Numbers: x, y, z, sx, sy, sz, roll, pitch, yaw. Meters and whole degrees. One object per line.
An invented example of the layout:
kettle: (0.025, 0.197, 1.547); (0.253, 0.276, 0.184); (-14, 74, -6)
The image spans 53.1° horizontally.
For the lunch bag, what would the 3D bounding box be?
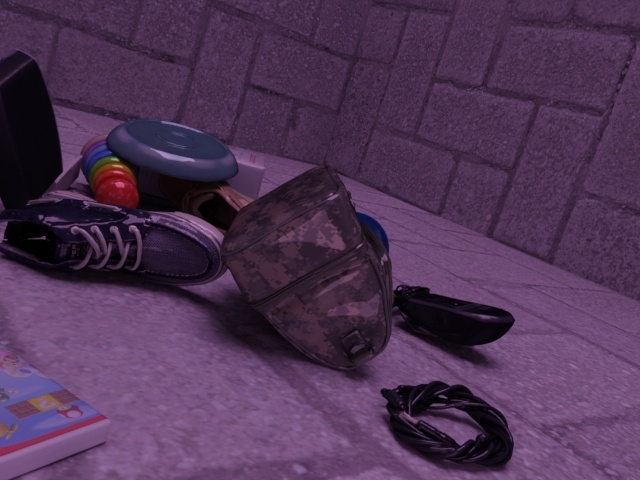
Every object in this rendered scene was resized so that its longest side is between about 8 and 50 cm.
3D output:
lunch bag: (-0.003, 0.043, 1.016); (0.213, 0.255, 0.305); (-28, 15, 2)

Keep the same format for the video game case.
video game case: (-0.359, 0.129, 0.566); (0.285, 0.025, 0.204); (23, 13, 26)

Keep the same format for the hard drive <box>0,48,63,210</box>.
hard drive: (-0.531, -0.190, 1.141); (0.054, 0.254, 0.172); (6, 37, 5)

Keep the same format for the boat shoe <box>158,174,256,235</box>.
boat shoe: (-0.270, -0.096, 1.524); (0.341, 0.121, 0.110); (24, 12, 25)

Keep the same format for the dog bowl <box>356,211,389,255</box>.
dog bowl: (0.000, 0.000, 1.392); (0.298, 0.165, 0.074); (17, 0, 0)

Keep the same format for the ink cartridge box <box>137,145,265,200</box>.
ink cartridge box: (-0.353, -0.199, 1.790); (0.385, 0.160, 0.279); (16, 12, -8)

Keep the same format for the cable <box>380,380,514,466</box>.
cable: (0.173, 0.230, 0.814); (0.185, 0.047, 0.150); (13, 12, -23)

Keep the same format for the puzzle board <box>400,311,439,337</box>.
puzzle board: (0.230, 0.172, 1.266); (0.128, 0.011, 0.096); (14, 12, -12)

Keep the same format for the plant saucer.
plant saucer: (-0.348, -0.228, 1.545); (0.318, 0.043, 0.317); (16, 22, -7)

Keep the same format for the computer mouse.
computer mouse: (0.235, 0.147, 1.217); (0.272, 0.072, 0.189); (12, 8, 42)

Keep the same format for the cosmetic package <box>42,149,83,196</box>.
cosmetic package: (-0.590, -0.142, 1.376); (0.099, 0.060, 0.239); (13, 18, -12)

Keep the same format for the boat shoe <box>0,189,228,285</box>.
boat shoe: (-0.319, 0.013, 0.986); (0.341, 0.127, 0.158); (11, 17, 9)

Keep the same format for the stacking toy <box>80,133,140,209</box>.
stacking toy: (-0.462, -0.138, 1.445); (0.141, 0.141, 0.330); (12, 17, -27)
